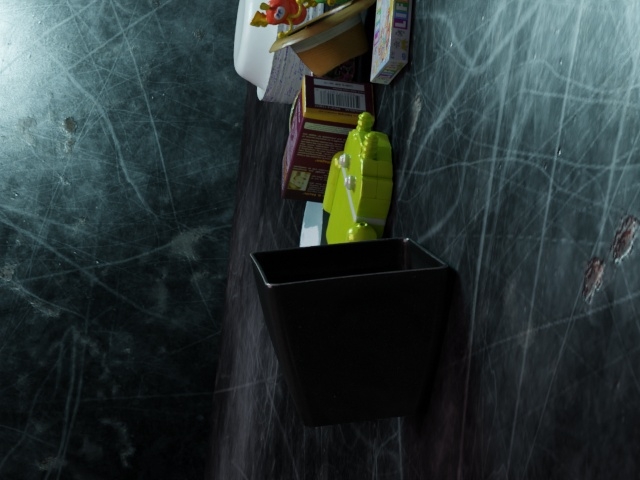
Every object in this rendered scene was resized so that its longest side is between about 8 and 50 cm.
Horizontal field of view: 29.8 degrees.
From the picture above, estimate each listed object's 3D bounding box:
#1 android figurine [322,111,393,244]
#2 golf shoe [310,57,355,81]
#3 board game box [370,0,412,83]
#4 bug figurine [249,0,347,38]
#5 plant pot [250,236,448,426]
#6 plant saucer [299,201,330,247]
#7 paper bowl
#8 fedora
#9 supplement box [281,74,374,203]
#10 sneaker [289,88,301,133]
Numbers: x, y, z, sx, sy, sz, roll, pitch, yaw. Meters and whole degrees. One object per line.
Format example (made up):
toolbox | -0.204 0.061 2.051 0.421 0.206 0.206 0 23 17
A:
android figurine | 0.046 -0.036 1.628 0.248 0.056 0.273 -98 16 -57
golf shoe | 0.012 -0.232 1.906 0.086 0.067 0.186 -142 58 -80
board game box | 0.096 -0.295 1.585 0.103 0.026 0.154 139 136 -76
bug figurine | 0.015 -0.407 1.688 0.216 0.072 0.279 -21 -37 -60
plant pot | 0.032 0.099 1.301 0.187 0.188 0.167 -132 36 -77
plant saucer | 0.000 0.000 1.913 0.195 0.037 0.195 -174 90 -80
paper bowl | -0.088 -0.416 2.380 0.284 0.148 0.284 -174 90 -79
fedora | 0.016 -0.296 1.786 0.079 0.194 0.194 63 177 -12
supplement box | 0.008 -0.144 1.764 0.188 0.104 0.081 108 166 -48
sneaker | -0.034 -0.176 2.136 0.086 0.064 0.192 175 98 -75
